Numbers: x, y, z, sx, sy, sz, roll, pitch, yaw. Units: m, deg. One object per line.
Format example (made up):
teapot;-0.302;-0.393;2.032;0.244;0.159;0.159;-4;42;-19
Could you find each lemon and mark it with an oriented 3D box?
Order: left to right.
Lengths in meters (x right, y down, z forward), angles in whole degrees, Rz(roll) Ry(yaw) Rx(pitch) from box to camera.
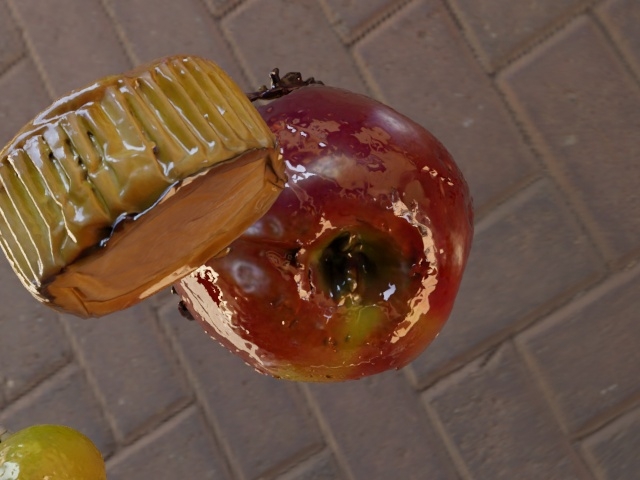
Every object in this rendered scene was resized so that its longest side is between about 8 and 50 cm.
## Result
lemon;-0.135;0.123;0.670;0.065;0.092;0.065;-4;75;15

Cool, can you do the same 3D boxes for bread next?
bread;-0.118;-0.036;0.861;0.199;0.199;0.104;-40;77;24

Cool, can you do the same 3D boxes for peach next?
peach;0.000;0.000;1.584;0.353;0.416;0.339;35;91;-18

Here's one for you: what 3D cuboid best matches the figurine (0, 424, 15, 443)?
figurine;-0.433;0.267;1.609;0.147;0.197;0.093;-37;83;30
